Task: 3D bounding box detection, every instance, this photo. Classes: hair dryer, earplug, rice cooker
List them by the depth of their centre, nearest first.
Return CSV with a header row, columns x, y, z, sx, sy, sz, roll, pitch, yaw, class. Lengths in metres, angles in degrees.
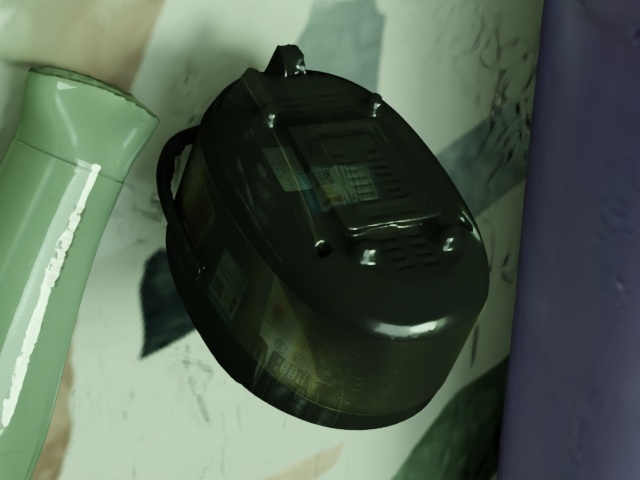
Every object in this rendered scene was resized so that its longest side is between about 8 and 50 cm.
x,y,z,sx,sy,sz,roll,pitch,yaw,class
-0.196,0.008,0.702,0.237,0.075,0.206,18,96,-34,hair dryer
0.000,0.000,0.762,0.112,0.165,0.106,-11,149,-34,rice cooker
0.189,0.066,0.930,0.215,0.215,0.456,-14,126,-31,earplug
